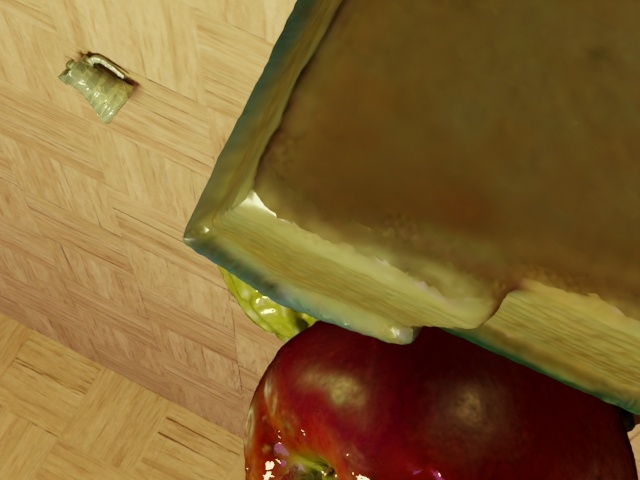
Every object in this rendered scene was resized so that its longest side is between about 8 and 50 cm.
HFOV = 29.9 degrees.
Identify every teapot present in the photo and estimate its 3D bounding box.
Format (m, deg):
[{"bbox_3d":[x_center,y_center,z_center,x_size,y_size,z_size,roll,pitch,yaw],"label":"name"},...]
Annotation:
[{"bbox_3d":[-0.266,-0.187,1.423,0.083,0.057,0.067,37,120,-10],"label":"teapot"}]

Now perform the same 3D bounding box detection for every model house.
[{"bbox_3d":[0.144,-0.066,0.867,0.382,0.334,0.342,27,169,-7],"label":"model house"}]

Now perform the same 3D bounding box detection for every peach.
[{"bbox_3d":[0.127,0.231,1.176,0.339,0.353,0.416,-28,165,40],"label":"peach"}]

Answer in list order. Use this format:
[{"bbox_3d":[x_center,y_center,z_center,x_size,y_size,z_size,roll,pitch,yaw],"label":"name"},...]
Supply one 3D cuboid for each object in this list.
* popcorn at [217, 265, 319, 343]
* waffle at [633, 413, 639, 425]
[{"bbox_3d":[0.000,0.000,1.306,0.259,0.259,0.212,32,134,-6],"label":"popcorn"},{"bbox_3d":[0.270,0.111,1.277,0.224,0.098,0.327,32,148,-6],"label":"waffle"}]
